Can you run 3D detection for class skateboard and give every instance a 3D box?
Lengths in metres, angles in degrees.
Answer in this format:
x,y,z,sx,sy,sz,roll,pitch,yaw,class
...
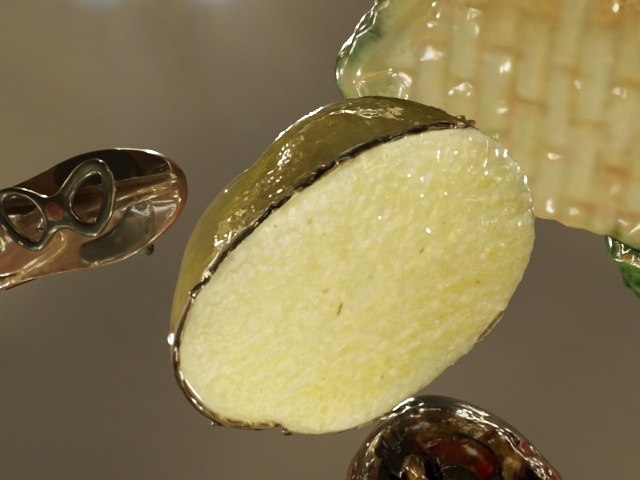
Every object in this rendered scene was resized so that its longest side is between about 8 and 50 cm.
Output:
x,y,z,sx,sy,sz,roll,pitch,yaw,class
-0.131,-0.003,0.484,0.151,0.080,0.067,-19,-90,6,skateboard

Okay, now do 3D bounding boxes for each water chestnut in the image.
x,y,z,sx,sy,sz,roll,pitch,yaw,class
0.144,0.319,1.301,0.289,0.289,0.244,13,-149,16,water chestnut

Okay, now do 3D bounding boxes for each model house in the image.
x,y,z,sx,sy,sz,roll,pitch,yaw,class
0.215,-0.193,0.956,0.400,0.395,0.445,16,-136,17,model house

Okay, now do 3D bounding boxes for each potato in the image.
x,y,z,sx,sy,sz,roll,pitch,yaw,class
0.000,0.000,0.614,0.202,0.182,0.117,-38,-132,-3,potato
